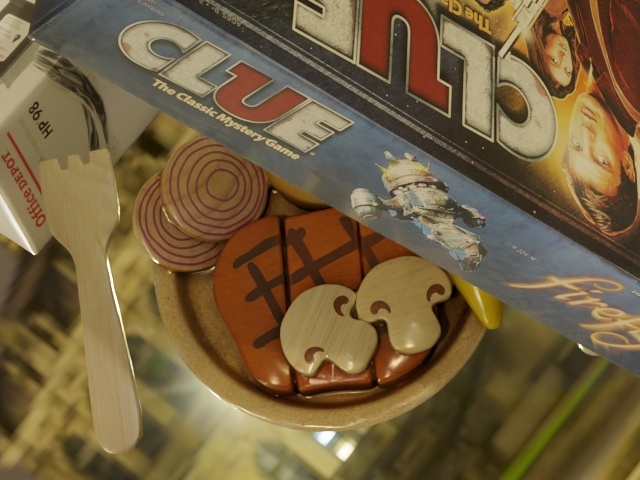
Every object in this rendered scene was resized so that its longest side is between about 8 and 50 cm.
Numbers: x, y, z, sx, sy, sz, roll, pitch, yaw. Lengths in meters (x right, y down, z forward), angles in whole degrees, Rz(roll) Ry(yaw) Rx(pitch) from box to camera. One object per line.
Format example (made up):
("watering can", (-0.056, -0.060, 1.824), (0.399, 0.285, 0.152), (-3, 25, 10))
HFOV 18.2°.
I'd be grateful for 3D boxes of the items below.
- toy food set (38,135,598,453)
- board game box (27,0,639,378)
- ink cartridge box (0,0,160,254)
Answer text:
("toy food set", (0.000, 0.000, 0.691), (0.192, 0.132, 0.038), (-13, -17, 3))
("board game box", (0.035, -0.078, 0.594), (0.042, 0.243, 0.165), (-27, 47, 42))
("ink cartridge box", (-0.148, -0.068, 1.028), (0.180, 0.060, 0.104), (-51, -27, -18))
